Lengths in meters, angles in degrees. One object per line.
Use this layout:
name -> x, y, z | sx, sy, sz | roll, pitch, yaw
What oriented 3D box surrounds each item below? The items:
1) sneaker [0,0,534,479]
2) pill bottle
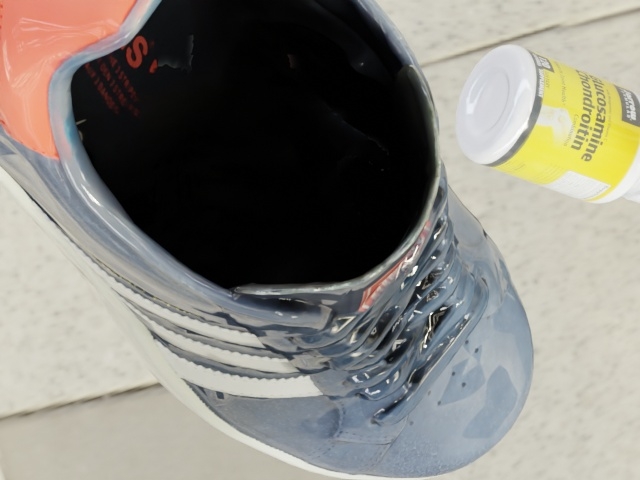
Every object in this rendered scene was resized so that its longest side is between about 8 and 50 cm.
sneaker -> 0.000, 0.000, 0.601 | 0.148, 0.350, 0.131 | 22, 76, 44
pill bottle -> 0.213, -0.090, 1.543 | 0.103, 0.184, 0.103 | -38, 44, 48
